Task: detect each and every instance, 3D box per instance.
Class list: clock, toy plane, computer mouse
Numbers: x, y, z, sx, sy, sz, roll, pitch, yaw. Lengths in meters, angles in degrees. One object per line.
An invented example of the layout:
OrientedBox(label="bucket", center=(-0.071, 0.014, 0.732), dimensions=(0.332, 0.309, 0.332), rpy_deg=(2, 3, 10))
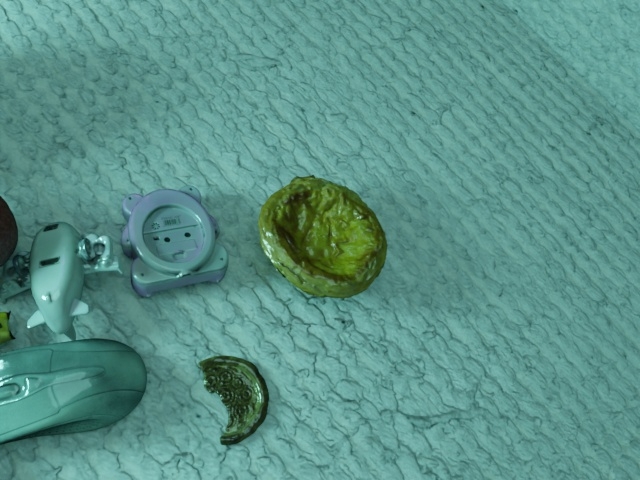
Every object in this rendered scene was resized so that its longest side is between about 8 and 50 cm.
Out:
OrientedBox(label="clock", center=(-0.345, -0.006, 1.584), dimensions=(0.228, 0.090, 0.247), rpy_deg=(-11, 65, -23))
OrientedBox(label="toy plane", center=(-0.552, 0.077, 1.449), dimensions=(0.267, 0.122, 0.266), rpy_deg=(-3, 60, 5))
OrientedBox(label="computer mouse", center=(-0.533, 0.290, 1.352), dimensions=(0.371, 0.122, 0.188), rpy_deg=(-10, 66, -18))

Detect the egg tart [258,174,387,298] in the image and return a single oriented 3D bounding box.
OrientedBox(label="egg tart", center=(0.003, 0.003, 1.663), dimensions=(0.341, 0.129, 0.341), rpy_deg=(8, 59, -13))

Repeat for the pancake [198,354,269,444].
OrientedBox(label="pancake", center=(-0.200, 0.336, 1.482), dimensions=(0.190, 0.020, 0.184), rpy_deg=(35, 59, 4))

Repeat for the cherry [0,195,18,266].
OrientedBox(label="cherry", center=(-0.758, -0.018, 1.365), dimensions=(0.261, 0.221, 0.307), rpy_deg=(-38, 106, -11))

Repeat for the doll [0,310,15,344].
OrientedBox(label="doll", center=(-0.761, 0.196, 1.344), dimensions=(0.291, 0.086, 0.117), rpy_deg=(-10, 63, -22))
